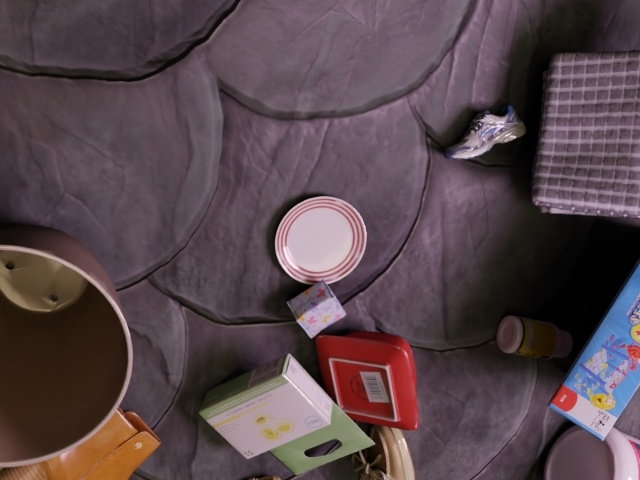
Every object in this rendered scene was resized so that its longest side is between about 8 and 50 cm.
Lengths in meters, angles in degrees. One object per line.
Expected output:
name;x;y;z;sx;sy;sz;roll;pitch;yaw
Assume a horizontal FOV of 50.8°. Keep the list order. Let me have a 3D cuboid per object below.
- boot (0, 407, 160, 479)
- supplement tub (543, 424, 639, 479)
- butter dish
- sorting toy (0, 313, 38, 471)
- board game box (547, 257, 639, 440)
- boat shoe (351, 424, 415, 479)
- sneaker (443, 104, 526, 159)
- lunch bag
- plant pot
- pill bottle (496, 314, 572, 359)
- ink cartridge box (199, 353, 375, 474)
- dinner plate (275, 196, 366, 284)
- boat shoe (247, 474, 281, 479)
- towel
boot;-0.330;0.378;1.026;0.211;0.104;0.295;-34;128;-17
supplement tub;0.564;0.458;1.222;0.272;0.191;0.191;27;100;-20
butter dish;0.091;0.201;1.064;0.160;0.118;0.160;3;116;31
sorting toy;-0.467;0.270;0.978;0.196;0.047;0.347;24;101;-20
board game box;0.485;0.131;1.044;0.086;0.308;0.301;32;102;23
boat shoe;0.100;0.426;1.142;0.089;0.104;0.285;-7;111;-15
sneaker;0.240;-0.163;1.013;0.135;0.052;0.058;-25;103;-13
lunch bag;-0.004;0.108;1.036;0.071;0.053;0.083;-33;140;0
plant pot;-0.357;0.085;0.820;0.257;0.274;0.256;-4;108;-12
pill bottle;0.365;0.167;1.141;0.116;0.065;0.065;12;105;-17
ink cartridge box;-0.049;0.295;1.056;0.171;0.056;0.235;-29;114;24
dinner plate;0.000;0.000;1.020;0.141;0.017;0.141;-4;108;-13
boat shoe;-0.136;0.431;1.113;0.153;0.056;0.048;-29;117;5
towel;0.437;-0.143;0.931;0.284;0.121;0.234;7;97;30
